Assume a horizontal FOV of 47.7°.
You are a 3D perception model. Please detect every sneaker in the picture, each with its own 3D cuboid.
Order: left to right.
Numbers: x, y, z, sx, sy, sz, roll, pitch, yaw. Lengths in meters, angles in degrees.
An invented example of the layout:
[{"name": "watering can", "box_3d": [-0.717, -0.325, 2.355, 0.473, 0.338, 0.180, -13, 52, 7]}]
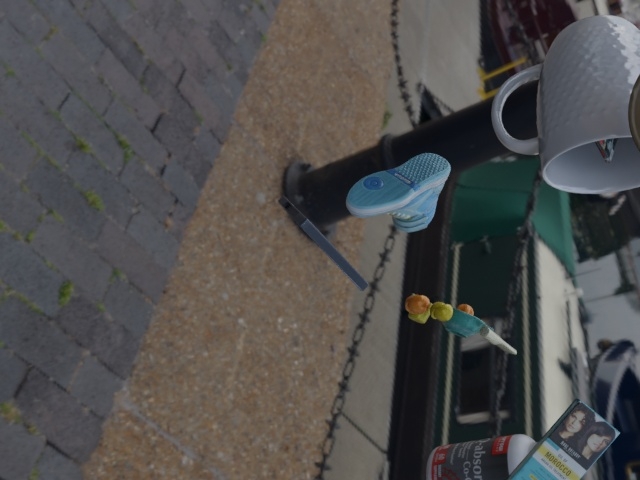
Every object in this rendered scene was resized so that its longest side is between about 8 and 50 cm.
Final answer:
[{"name": "sneaker", "box_3d": [0.195, -0.081, 1.859, 0.319, 0.208, 0.127, -23, 50, -27]}]

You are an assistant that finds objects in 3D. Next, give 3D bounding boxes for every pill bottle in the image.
[{"name": "pill bottle", "box_3d": [0.490, 0.640, 1.960, 0.210, 0.363, 0.210, 34, 46, -45]}]

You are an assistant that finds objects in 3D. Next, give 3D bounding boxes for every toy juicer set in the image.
[{"name": "toy juicer set", "box_3d": [0.389, 0.211, 2.009, 0.089, 0.329, 0.209, -66, 156, -11]}]

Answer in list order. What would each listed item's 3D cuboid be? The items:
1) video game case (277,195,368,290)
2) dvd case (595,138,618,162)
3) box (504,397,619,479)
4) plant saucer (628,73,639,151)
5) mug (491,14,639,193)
[{"name": "video game case", "box_3d": [0.000, 0.000, 1.578, 0.196, 0.026, 0.274, 47, -1, -18]}, {"name": "dvd case", "box_3d": [0.594, -0.225, 1.501, 0.119, 0.013, 0.087, 32, 75, -48]}, {"name": "box", "box_3d": [0.486, 0.447, 1.473, 0.100, 0.244, 0.060, 40, 1, 15]}, {"name": "plant saucer", "box_3d": [0.679, -0.225, 1.241, 0.041, 0.278, 0.277, 7, 66, -64]}, {"name": "mug", "box_3d": [0.565, -0.299, 1.588, 0.276, 0.374, 0.328, 41, 46, -59]}]
